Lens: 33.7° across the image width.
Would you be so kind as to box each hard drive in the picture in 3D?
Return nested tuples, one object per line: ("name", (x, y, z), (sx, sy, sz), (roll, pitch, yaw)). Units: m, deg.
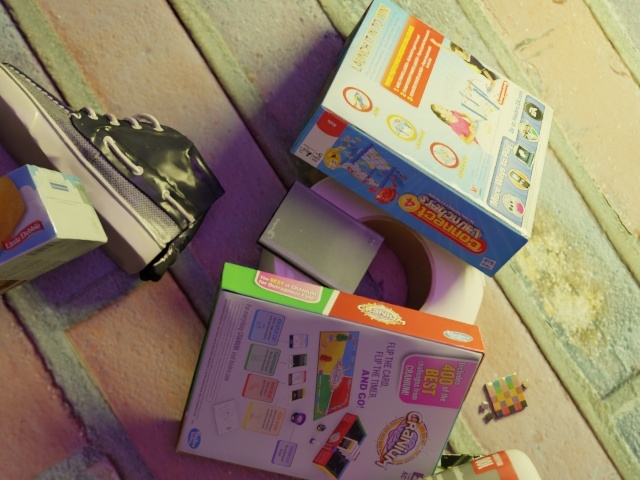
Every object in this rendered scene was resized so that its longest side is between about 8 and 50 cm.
("hard drive", (0.000, 0.000, 1.313), (0.135, 0.022, 0.094), (33, 72, -6))

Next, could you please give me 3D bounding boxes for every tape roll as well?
("tape roll", (0.066, 0.050, 1.386), (0.286, 0.100, 0.286), (4, 76, -15))

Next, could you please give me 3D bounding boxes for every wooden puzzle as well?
("wooden puzzle", (0.254, 0.213, 1.453), (0.083, 0.006, 0.049), (-16, 83, -19))

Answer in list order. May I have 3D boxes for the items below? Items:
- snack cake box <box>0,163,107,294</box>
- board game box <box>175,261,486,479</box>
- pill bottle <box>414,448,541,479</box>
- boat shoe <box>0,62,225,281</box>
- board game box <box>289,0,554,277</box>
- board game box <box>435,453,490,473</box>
("snack cake box", (-0.392, 0.016, 1.180), (0.264, 0.152, 0.089), (-25, 85, 7))
("board game box", (0.007, 0.179, 1.270), (0.316, 0.064, 0.242), (15, 116, -7))
("pill bottle", (0.098, 0.392, 1.220), (0.363, 0.210, 0.210), (-19, 83, 1))
("boat shoe", (-0.273, -0.118, 1.323), (0.340, 0.127, 0.158), (49, 63, -10))
("board game box", (0.146, -0.146, 1.385), (0.302, 0.086, 0.308), (32, 41, -7))
("board game box", (0.158, 0.408, 1.372), (0.136, 0.030, 0.260), (3, 77, -14))
